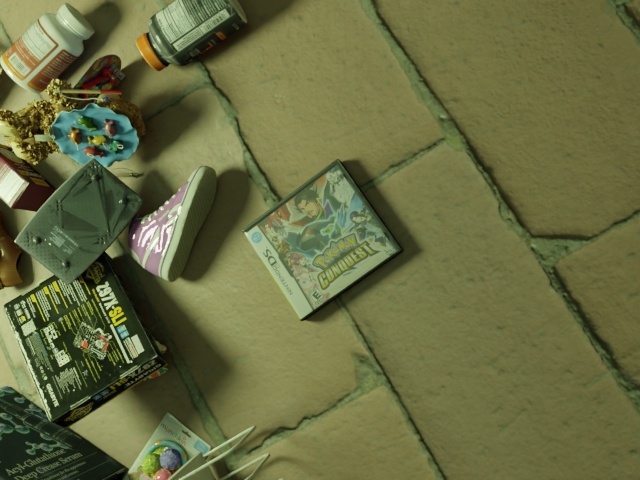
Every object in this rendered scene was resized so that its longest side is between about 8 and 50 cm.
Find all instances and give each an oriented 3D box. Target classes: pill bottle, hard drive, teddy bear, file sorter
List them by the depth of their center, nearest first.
[{"bbox_3d":[-0.159,0.561,1.283,0.173,0.193,0.278,-30,84,7],"label":"file sorter"},{"bbox_3d":[-0.542,-0.042,1.409,0.172,0.054,0.255,40,80,-2],"label":"hard drive"},{"bbox_3d":[-0.302,-0.491,1.423,0.245,0.130,0.130,-30,80,11],"label":"pill bottle"},{"bbox_3d":[-0.583,-0.275,1.434,0.337,0.245,0.113,-19,56,13],"label":"teddy bear"},{"bbox_3d":[-0.666,-0.474,1.519,0.216,0.121,0.121,-39,78,8],"label":"pill bottle"}]

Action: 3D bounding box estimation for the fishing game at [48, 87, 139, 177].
[{"bbox_3d":[-0.507,-0.228,1.387,0.189,0.264,0.041,0,51,-11],"label":"fishing game"}]

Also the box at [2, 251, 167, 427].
[{"bbox_3d":[-0.532,0.211,1.391,0.257,0.079,0.322,-32,65,-11],"label":"box"}]

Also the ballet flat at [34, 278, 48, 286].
[{"bbox_3d":[-0.669,0.214,1.497,0.086,0.086,0.249,-14,83,13],"label":"ballet flat"}]

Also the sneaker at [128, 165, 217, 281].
[{"bbox_3d":[-0.356,-0.063,1.428,0.161,0.102,0.282,27,93,17],"label":"sneaker"}]

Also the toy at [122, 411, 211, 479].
[{"bbox_3d":[-0.372,0.535,1.415,0.136,0.056,0.237,34,95,12],"label":"toy"}]

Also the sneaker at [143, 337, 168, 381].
[{"bbox_3d":[-0.401,0.244,1.449,0.075,0.057,0.161,-12,74,-13],"label":"sneaker"}]

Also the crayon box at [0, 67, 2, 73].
[{"bbox_3d":[-0.966,-0.361,1.581,0.202,0.081,0.319,38,106,14],"label":"crayon box"}]

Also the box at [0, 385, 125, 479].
[{"bbox_3d":[-0.704,0.531,1.378,0.395,0.293,0.212,27,93,14],"label":"box"}]

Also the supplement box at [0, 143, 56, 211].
[{"bbox_3d":[-0.769,-0.160,1.534,0.188,0.104,0.081,39,96,13],"label":"supplement box"}]

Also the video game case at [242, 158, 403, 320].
[{"bbox_3d":[0.000,0.000,1.365,0.274,0.035,0.248,-36,79,10],"label":"video game case"}]

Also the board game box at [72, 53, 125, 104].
[{"bbox_3d":[-0.528,-0.367,1.475,0.033,0.133,0.169,42,97,1],"label":"board game box"}]

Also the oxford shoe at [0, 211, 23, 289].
[{"bbox_3d":[-0.793,0.017,1.558,0.076,0.076,0.212,-12,80,-17],"label":"oxford shoe"}]
